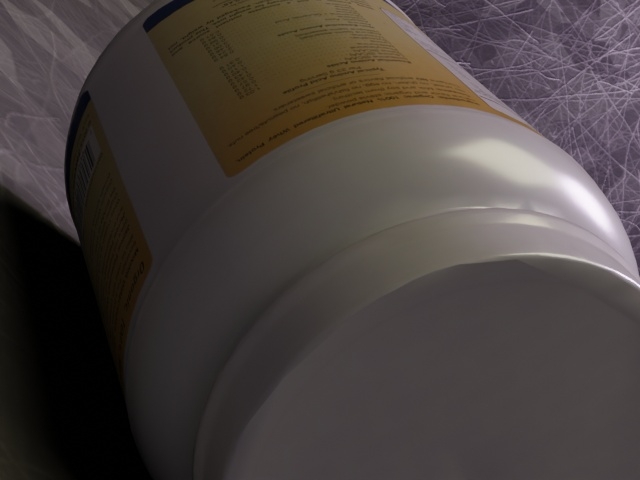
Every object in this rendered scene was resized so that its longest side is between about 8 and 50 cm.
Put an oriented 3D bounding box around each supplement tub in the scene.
[{"bbox_3d":[0.008,0.015,0.569,0.228,0.228,0.316,42,9,-33],"label":"supplement tub"}]
